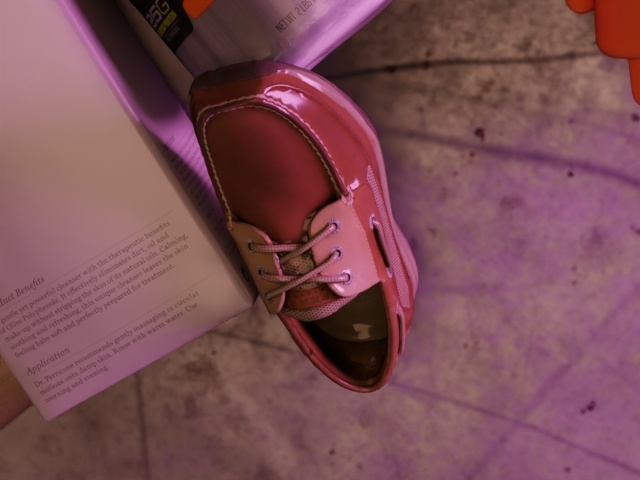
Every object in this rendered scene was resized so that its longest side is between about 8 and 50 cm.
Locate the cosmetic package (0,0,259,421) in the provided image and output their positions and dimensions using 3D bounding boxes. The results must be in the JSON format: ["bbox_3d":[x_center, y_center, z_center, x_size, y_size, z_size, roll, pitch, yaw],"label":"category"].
[{"bbox_3d":[-0.214,-0.076,1.387,0.197,0.155,0.365,-28,100,11],"label":"cosmetic package"}]

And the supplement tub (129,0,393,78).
[{"bbox_3d":[-0.091,-0.277,1.350,0.207,0.207,0.338,-40,92,13],"label":"supplement tub"}]

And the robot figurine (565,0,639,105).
[{"bbox_3d":[0.259,-0.210,1.350,0.128,0.158,0.219,-10,101,-30],"label":"robot figurine"}]

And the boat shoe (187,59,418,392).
[{"bbox_3d":[0.000,0.000,1.343,0.122,0.120,0.324,-13,142,17],"label":"boat shoe"}]

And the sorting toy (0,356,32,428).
[{"bbox_3d":[-0.328,0.061,1.535,0.307,0.041,0.229,-37,97,13],"label":"sorting toy"}]
